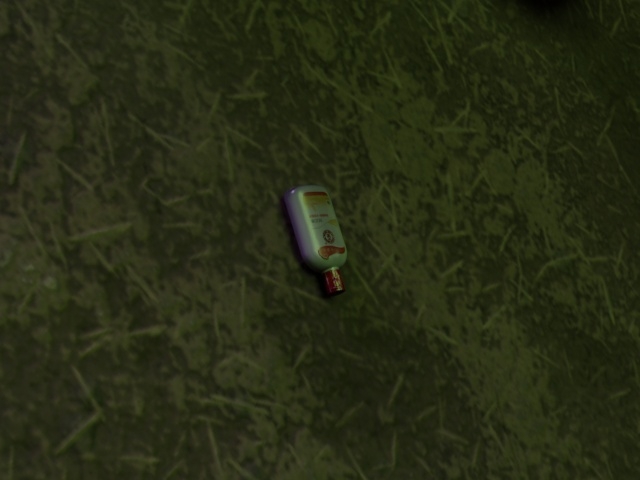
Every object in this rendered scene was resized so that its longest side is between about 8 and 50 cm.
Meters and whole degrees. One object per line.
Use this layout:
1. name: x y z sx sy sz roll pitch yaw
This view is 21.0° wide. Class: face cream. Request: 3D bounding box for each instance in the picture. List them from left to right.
1. face cream: 0.000 0.000 1.263 0.040 0.021 0.083 -4 70 -43
